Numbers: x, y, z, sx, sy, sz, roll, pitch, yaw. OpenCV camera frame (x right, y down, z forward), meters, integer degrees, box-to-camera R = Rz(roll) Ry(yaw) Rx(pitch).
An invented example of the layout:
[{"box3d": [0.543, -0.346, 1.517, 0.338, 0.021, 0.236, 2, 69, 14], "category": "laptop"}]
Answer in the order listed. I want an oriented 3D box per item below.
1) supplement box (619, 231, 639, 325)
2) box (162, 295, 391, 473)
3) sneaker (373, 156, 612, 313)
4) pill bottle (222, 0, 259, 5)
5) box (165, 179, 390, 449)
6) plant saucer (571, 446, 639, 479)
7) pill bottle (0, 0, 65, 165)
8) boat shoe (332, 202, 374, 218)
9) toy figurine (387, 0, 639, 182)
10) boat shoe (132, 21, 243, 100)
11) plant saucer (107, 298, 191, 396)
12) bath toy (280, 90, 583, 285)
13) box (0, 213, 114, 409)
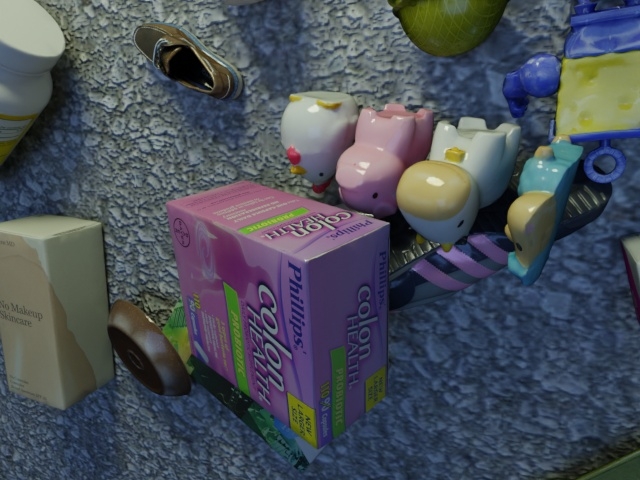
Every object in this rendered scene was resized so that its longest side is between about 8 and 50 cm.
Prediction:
[{"box3d": [0.432, 0.036, 0.483, 0.220, 0.114, 0.111, -13, 100, 24], "category": "supplement box"}, {"box3d": [-0.086, 0.174, 0.767, 0.322, 0.058, 0.232, 38, 115, 11], "category": "box"}, {"box3d": [0.178, 0.004, 0.601, 0.319, 0.112, 0.131, -19, 139, 14], "category": "sneaker"}, {"box3d": [-0.109, -0.400, 0.585, 0.117, 0.117, 0.208, -13, 100, 25], "category": "pill bottle"}, {"box3d": [-0.051, 0.066, 0.566, 0.243, 0.117, 0.214, 20, 122, 41], "category": "box"}, {"box3d": [0.394, 0.355, 0.624, 0.188, 0.045, 0.188, 48, 116, 4], "category": "plant saucer"}, {"box3d": [-0.551, -0.230, 0.778, 0.334, 0.188, 0.188, -36, 89, 26], "category": "pill bottle"}, {"box3d": [0.000, 0.000, 0.673, 0.226, 0.076, 0.083, -10, 101, 25], "category": "boat shoe"}, {"box3d": [0.244, -0.155, 0.475, 0.362, 0.191, 0.217, -1, 109, 24], "category": "toy figurine"}, {"box3d": [-0.195, -0.255, 0.689, 0.183, 0.066, 0.066, 29, 113, 13], "category": "boat shoe"}, {"box3d": [-0.295, 0.189, 0.825, 0.198, 0.036, 0.199, 27, 136, 29], "category": "plant saucer"}, {"box3d": [0.083, -0.075, 0.542, 0.348, 0.151, 0.129, 26, 124, 38], "category": "bath toy"}, {"box3d": [-0.469, 0.119, 0.876, 0.148, 0.121, 0.311, 8, 107, 21], "category": "box"}]
